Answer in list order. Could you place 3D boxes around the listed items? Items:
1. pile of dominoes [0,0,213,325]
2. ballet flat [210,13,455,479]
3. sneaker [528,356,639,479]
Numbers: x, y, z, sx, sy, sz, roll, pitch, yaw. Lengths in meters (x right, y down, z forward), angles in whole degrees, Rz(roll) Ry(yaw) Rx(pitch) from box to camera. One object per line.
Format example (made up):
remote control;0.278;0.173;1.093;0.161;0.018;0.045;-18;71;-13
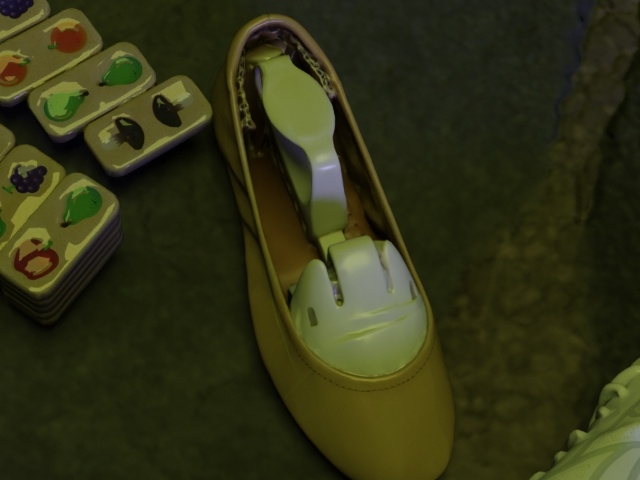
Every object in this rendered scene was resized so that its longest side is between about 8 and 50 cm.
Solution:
pile of dominoes;-0.198;-0.063;0.893;0.251;0.040;0.196;34;68;12
ballet flat;0.000;0.000;0.878;0.080;0.073;0.232;-16;63;-14
sneaker;0.136;0.112;0.823;0.292;0.110;0.118;-16;55;-25
